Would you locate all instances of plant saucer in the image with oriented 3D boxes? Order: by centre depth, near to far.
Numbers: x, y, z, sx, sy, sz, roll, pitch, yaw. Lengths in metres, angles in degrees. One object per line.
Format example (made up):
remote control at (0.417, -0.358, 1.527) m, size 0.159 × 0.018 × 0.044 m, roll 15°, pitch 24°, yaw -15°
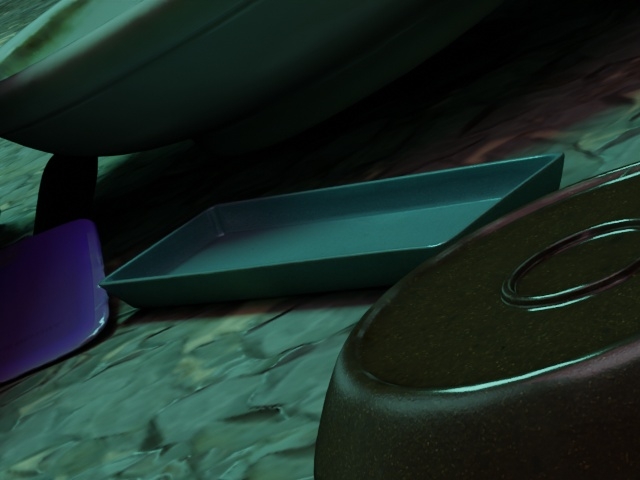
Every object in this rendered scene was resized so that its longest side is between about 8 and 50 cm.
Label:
plant saucer at (0.070, 0.016, 0.457) m, size 0.168 × 0.029 × 0.168 m, roll -24°, pitch 14°, yaw 6°
plant saucer at (0.000, 0.000, 0.647) m, size 0.067 × 0.018 × 0.192 m, roll -36°, pitch 17°, yaw -36°
plant saucer at (0.007, -0.139, 0.903) m, size 0.400 × 0.100 × 0.400 m, roll -31°, pitch 15°, yaw 9°

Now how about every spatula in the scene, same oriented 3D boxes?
spatula at (-0.125, 0.000, 0.822) m, size 0.084 × 0.030 × 0.296 m, roll -24°, pitch 15°, yaw 5°
